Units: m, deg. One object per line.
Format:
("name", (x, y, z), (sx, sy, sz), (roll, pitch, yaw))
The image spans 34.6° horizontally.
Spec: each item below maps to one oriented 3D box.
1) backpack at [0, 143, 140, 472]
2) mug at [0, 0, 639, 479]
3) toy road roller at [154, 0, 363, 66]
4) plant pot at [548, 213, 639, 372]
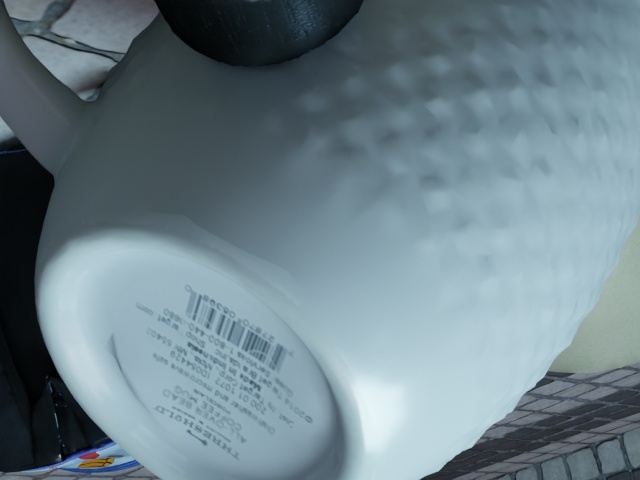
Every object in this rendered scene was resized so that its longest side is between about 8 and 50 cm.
("backpack", (-0.191, 0.056, 0.834), (0.277, 0.263, 0.213), (-21, 155, 18))
("mug", (-0.017, -0.061, 0.542), (0.276, 0.374, 0.328), (-49, -178, 46))
("toy road roller", (-0.087, -0.237, 0.381), (0.330, 0.240, 0.202), (21, 164, 19))
("plant pot", (0.186, -0.077, 0.782), (0.257, 0.256, 0.274), (-14, 141, 6))
